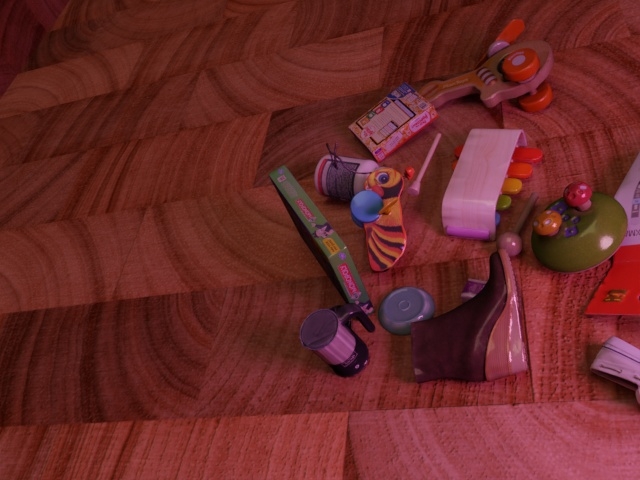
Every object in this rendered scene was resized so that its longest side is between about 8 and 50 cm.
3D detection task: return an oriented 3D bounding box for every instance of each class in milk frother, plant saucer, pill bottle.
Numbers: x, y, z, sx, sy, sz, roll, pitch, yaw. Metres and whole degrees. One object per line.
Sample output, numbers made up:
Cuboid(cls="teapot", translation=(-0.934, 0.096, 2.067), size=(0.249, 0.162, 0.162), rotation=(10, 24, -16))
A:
Cuboid(cls="milk frother", translation=(0.019, 0.173, 1.252), size=(0.143, 0.135, 0.129), rotation=(20, 70, 41))
Cuboid(cls="plant saucer", translation=(0.172, 0.137, 1.304), size=(0.119, 0.021, 0.119), rotation=(-13, 46, 14))
Cuboid(cls="pill bottle", translation=(0.086, -0.145, 1.540), size=(0.180, 0.108, 0.108), rotation=(13, 57, 33))

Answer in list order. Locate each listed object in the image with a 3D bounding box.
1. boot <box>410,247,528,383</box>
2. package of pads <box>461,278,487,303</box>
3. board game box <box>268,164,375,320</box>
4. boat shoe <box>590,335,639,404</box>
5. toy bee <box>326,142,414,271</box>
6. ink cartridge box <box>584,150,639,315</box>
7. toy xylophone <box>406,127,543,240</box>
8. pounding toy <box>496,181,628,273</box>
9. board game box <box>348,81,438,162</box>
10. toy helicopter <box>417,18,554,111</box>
Cuboid(cls="boot", translation=(0.266, 0.139, 1.187), size=(0.207, 0.090, 0.248), rotation=(-9, 63, 22))
Cuboid(cls="package of pads", translation=(0.323, 0.105, 1.256), size=(0.083, 0.032, 0.050), rotation=(9, 52, 31))
Cuboid(cls="board game box", translation=(0.000, 0.000, 1.372), size=(0.046, 0.213, 0.317), rotation=(-31, 44, -4))
Cuboid(cls="boat shoe", translation=(0.530, 0.232, 1.007), size=(0.076, 0.083, 0.226), rotation=(-50, 26, -4))
Cuboid(cls="toy bee", translation=(0.138, -0.090, 1.381), size=(0.162, 0.298, 0.195), rotation=(-19, 12, 2))
Cuboid(cls="ink cartridge box", translation=(0.639, -0.040, 1.104), size=(0.385, 0.091, 0.308), rotation=(-50, 18, -24))
Cuboid(cls="toy xylophone", translation=(0.343, -0.149, 1.443), size=(0.236, 0.081, 0.322), rotation=(15, 58, 34))
Cuboid(cls="pounding toy", translation=(0.451, -0.045, 1.229), size=(0.237, 0.110, 0.183), rotation=(10, 63, 52))
Cuboid(cls="board game box", translation=(0.186, -0.310, 1.666), size=(0.193, 0.045, 0.147), rotation=(-37, 45, 4))
Cuboid(cls="toy helicopter", translation=(0.413, -0.426, 1.637), size=(0.355, 0.140, 0.235), rotation=(-11, 52, 32))
